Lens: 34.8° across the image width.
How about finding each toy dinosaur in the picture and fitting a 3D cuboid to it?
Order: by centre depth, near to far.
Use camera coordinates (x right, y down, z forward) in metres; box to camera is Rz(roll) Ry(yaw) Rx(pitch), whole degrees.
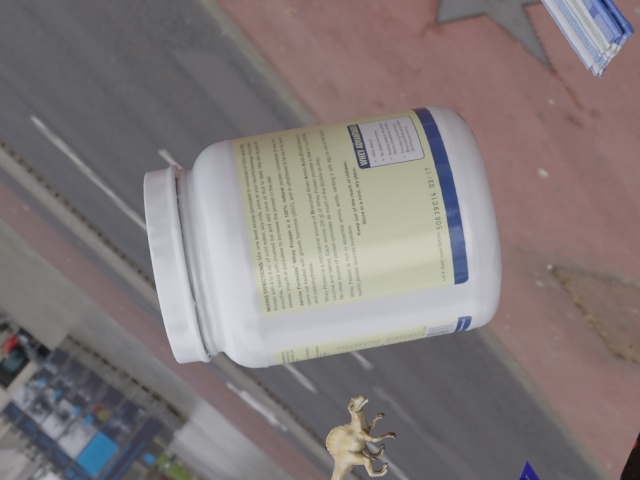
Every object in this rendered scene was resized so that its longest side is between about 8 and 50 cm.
[{"bbox_3d":[0.049,0.302,1.456,0.093,0.183,0.053,15,-171,-12],"label":"toy dinosaur"}]

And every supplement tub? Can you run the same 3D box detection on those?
[{"bbox_3d":[0.000,0.000,1.043,0.235,0.325,0.235,170,90,-87],"label":"supplement tub"}]

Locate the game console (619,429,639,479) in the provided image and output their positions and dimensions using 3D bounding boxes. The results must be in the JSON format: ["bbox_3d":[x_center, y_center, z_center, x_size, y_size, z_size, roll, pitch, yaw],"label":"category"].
[{"bbox_3d":[0.728,0.317,1.727,0.387,0.342,0.060,-14,111,39],"label":"game console"}]

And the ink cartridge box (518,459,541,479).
[{"bbox_3d":[0.359,0.505,1.670,0.045,0.208,0.206,-9,126,44],"label":"ink cartridge box"}]

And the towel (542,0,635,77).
[{"bbox_3d":[0.396,-0.364,1.569,0.209,0.034,0.285,57,-175,6],"label":"towel"}]
